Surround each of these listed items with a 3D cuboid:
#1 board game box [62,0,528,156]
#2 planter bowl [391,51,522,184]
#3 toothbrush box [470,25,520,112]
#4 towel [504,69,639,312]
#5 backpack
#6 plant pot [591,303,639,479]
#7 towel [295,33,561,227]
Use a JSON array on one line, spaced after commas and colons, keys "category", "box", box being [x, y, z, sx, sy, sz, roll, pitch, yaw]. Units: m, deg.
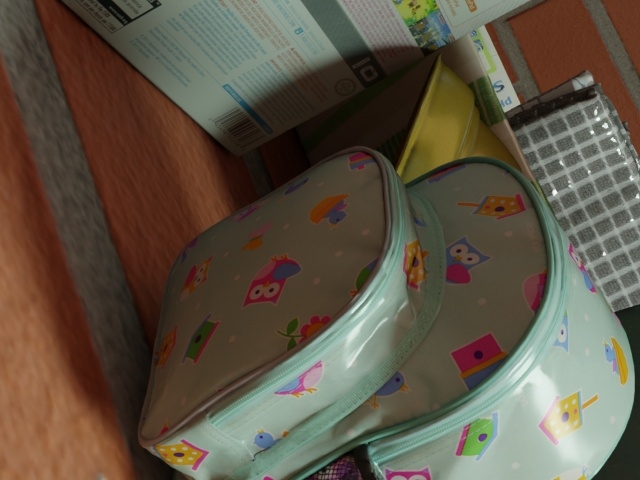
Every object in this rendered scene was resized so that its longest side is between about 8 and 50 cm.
[{"category": "board game box", "box": [0.016, -0.197, 0.526, 0.224, 0.303, 0.098, 42, 27, -59]}, {"category": "planter bowl", "box": [0.080, -0.010, 0.624, 0.090, 0.217, 0.217, 21, 18, 1]}, {"category": "toothbrush box", "box": [0.125, -0.259, 1.250, 0.283, 0.206, 0.122, 66, 14, 0]}, {"category": "towel", "box": [0.189, 0.000, 0.882, 0.235, 0.283, 0.121, 63, 15, -3]}, {"category": "backpack", "box": [0.025, 0.046, 0.383, 0.144, 0.188, 0.166, 58, 16, -29]}, {"category": "plant pot", "box": [0.207, 0.178, 0.536, 0.341, 0.334, 0.341, 57, 16, -28]}, {"category": "towel", "box": [0.083, -0.046, 0.757, 0.038, 0.248, 0.325, -21, 85, -33]}]
